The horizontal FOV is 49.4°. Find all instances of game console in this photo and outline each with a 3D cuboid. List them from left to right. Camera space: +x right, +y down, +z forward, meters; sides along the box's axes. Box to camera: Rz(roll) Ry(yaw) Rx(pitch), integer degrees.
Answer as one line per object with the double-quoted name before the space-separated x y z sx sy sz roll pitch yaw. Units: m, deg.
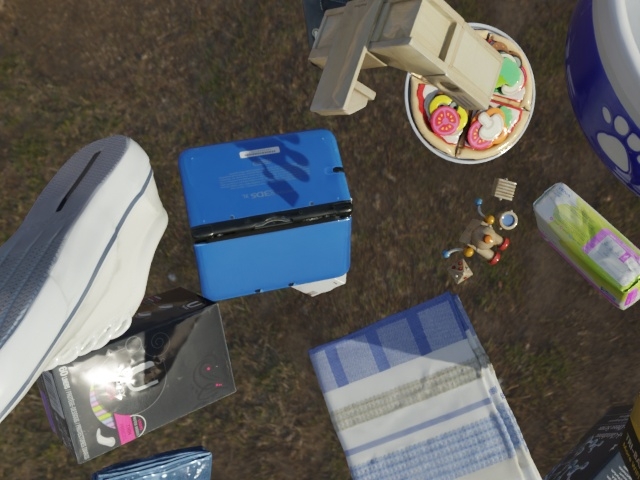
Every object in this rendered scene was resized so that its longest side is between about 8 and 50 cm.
"game console" -0.100 -0.047 1.301 0.293 0.173 0.250 -10 74 -11

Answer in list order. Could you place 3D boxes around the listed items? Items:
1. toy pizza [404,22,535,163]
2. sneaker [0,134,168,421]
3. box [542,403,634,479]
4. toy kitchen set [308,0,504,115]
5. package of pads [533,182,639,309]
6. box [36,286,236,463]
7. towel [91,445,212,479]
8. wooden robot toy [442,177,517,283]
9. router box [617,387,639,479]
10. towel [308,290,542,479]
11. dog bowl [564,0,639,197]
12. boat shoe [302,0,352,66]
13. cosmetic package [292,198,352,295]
"toy pizza" 0.220 -0.211 1.000 0.201 0.032 0.201 -1 97 -11
"sneaker" -0.161 0.036 0.448 0.094 0.091 0.258 -8 39 28
"box" 0.702 0.593 1.649 0.395 0.293 0.212 -41 78 -13
"toy kitchen set" 0.042 -0.090 0.401 0.083 0.075 0.068 11 79 50
"package of pads" 0.632 0.015 1.628 0.101 0.229 0.296 -43 64 4
"box" -0.293 0.201 1.099 0.270 0.143 0.165 -21 110 -33
"towel" -0.159 0.237 0.660 0.029 0.120 0.067 16 103 47
"wooden robot toy" 0.247 -0.008 1.017 0.076 0.079 0.173 31 93 -4
"router box" 0.351 0.211 0.534 0.081 0.242 0.308 -2 37 -1
"towel" 0.126 0.226 0.831 0.209 0.034 0.284 -24 77 9
"dog bowl" 0.307 -0.136 0.460 0.265 0.104 0.264 -1 77 3
"boat shoe" -0.013 -0.283 0.692 0.079 0.084 0.233 -23 76 12
"cosmetic package" 0.000 0.000 1.610 0.117 0.086 0.231 -27 45 42
